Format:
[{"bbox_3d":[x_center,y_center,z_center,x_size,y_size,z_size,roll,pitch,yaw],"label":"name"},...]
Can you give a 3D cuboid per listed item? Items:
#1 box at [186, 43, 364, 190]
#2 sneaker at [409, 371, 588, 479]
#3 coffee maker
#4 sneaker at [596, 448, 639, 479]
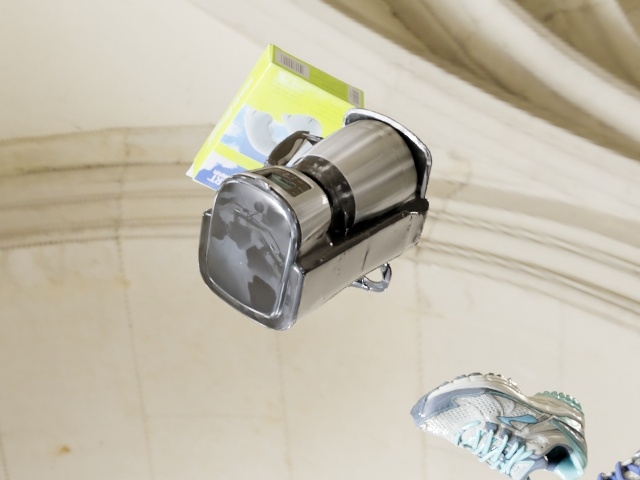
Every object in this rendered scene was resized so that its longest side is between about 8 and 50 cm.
[{"bbox_3d":[-0.048,-0.096,1.299,0.109,0.042,0.178,25,-56,-18],"label":"box"},{"bbox_3d":[0.253,0.260,1.777,0.283,0.122,0.110,11,-41,-27],"label":"sneaker"},{"bbox_3d":[0.000,0.000,1.066,0.178,0.120,0.171,-30,-62,-42],"label":"coffee maker"},{"bbox_3d":[0.256,0.249,1.130,0.131,0.112,0.296,28,-85,-18],"label":"sneaker"}]
